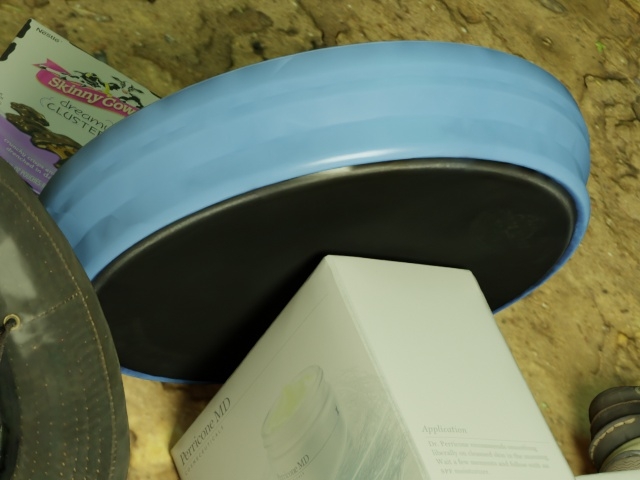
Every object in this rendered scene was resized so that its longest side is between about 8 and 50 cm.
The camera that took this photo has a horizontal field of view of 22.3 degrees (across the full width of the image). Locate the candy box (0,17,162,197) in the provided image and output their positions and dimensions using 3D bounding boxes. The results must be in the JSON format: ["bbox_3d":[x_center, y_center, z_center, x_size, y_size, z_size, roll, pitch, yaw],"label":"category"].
[{"bbox_3d":[-0.203,-0.067,1.275,0.165,0.070,0.196,30,35,-9],"label":"candy box"}]

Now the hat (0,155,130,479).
[{"bbox_3d":[-0.276,0.090,0.942,0.331,0.134,0.331,5,81,-31],"label":"hat"}]

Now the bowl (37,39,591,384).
[{"bbox_3d":[0.000,0.000,1.116,0.391,0.391,0.077,6,61,-37],"label":"bowl"}]

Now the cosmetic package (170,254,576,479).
[{"bbox_3d":[0.034,0.167,1.078,0.138,0.224,0.224,8,44,-36],"label":"cosmetic package"}]

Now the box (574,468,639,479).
[{"bbox_3d":[0.179,0.281,1.112,0.119,0.181,0.182,2,48,-41],"label":"box"}]

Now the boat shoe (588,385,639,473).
[{"bbox_3d":[0.389,0.192,1.448,0.355,0.132,0.130,16,40,-30],"label":"boat shoe"}]
